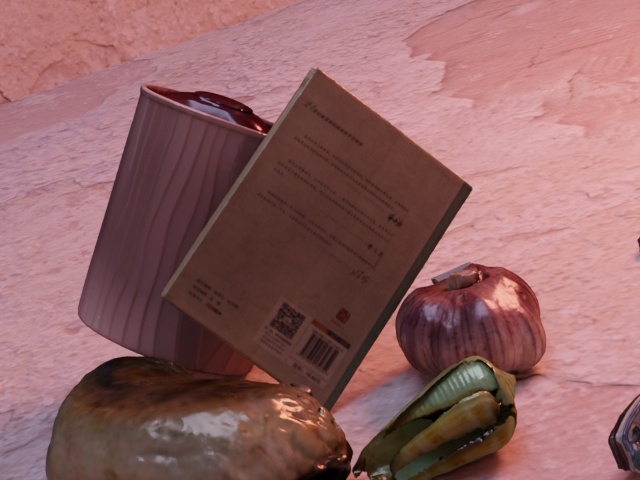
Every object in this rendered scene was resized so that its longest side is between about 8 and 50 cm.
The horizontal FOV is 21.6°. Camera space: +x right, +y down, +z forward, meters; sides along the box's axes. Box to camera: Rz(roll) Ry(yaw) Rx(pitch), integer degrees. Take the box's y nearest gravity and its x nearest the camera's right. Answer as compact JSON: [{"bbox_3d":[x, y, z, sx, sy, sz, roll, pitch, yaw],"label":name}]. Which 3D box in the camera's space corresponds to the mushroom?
[{"bbox_3d":[-0.128,0.177,1.570,0.247,0.130,0.344,-32,25,-26],"label":"mushroom"}]

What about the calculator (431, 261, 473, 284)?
[{"bbox_3d":[0.177,0.057,1.813,0.057,0.018,0.172,-20,20,-15],"label":"calculator"}]

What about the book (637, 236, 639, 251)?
[{"bbox_3d":[0.499,-0.035,1.801,0.269,0.025,0.191,-1,26,37],"label":"book"}]

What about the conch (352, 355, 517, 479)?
[{"bbox_3d":[0.109,0.172,1.490,0.170,0.079,0.106,-36,17,-8],"label":"conch"}]

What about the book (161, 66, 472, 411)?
[{"bbox_3d":[0.000,0.000,1.669,0.282,0.215,0.025,-55,13,-13],"label":"book"}]

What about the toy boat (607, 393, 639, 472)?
[{"bbox_3d":[0.299,0.146,1.414,0.066,0.059,0.140,-15,14,46],"label":"toy boat"}]

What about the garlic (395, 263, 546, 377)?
[{"bbox_3d":[0.145,0.079,1.658,0.147,0.102,0.159,-25,21,-20],"label":"garlic"}]

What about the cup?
[{"bbox_3d":[-0.104,-0.010,1.809,0.208,0.273,0.288,25,8,36],"label":"cup"}]
